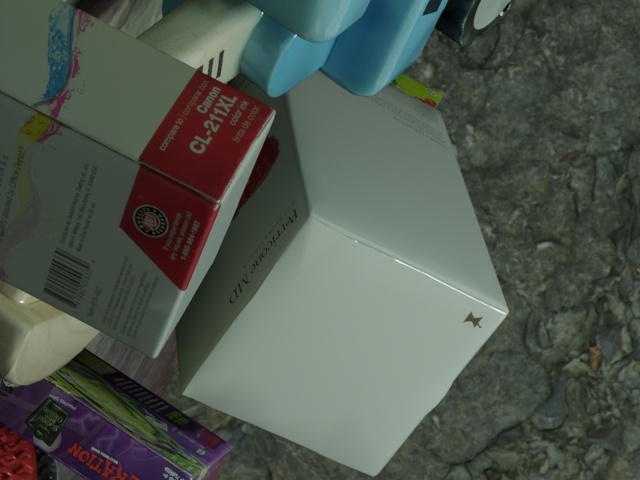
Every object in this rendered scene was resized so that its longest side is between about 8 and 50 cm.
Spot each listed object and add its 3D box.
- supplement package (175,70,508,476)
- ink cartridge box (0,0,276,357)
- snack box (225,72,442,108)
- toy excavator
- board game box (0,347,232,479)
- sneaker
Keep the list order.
[{"bbox_3d":[0.000,0.000,1.378,0.177,0.175,0.293,-53,-155,24],"label":"supplement package"},{"bbox_3d":[-0.126,-0.041,0.841,0.072,0.175,0.127,-62,179,-40],"label":"ink cartridge box"},{"bbox_3d":[0.001,-0.142,1.730,0.070,0.207,0.174,-62,178,24],"label":"snack box"},{"bbox_3d":[-0.051,-0.158,1.141,0.445,0.222,0.433,-39,162,-44],"label":"toy excavator"},{"bbox_3d":[-0.172,0.123,1.335,0.056,0.208,0.347,-61,177,-2],"label":"board game box"},{"bbox_3d":[-0.291,0.214,1.579,0.125,0.104,0.262,-98,-159,-46],"label":"sneaker"}]
